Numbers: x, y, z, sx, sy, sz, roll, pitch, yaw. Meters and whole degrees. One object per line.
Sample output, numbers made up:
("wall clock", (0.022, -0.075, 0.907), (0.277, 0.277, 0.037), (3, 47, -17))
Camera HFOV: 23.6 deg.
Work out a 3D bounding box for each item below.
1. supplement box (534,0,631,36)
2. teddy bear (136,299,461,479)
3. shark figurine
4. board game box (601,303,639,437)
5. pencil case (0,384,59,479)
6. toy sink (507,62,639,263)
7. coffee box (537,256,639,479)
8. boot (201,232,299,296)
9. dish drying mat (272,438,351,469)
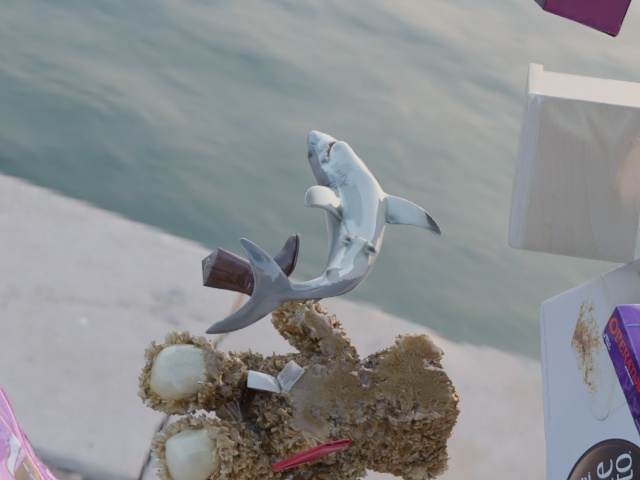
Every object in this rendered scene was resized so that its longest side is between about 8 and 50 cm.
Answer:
("supplement box", (0.126, -0.141, 0.753), (0.043, 0.055, 0.083), (16, 20, -15))
("teddy bear", (-0.026, 0.176, 1.544), (0.338, 0.113, 0.245), (-17, 66, -36))
("shark figurine", (0.007, 0.022, 1.495), (0.166, 0.116, 0.278), (31, 40, -1))
("board game box", (0.418, 0.138, 1.224), (0.346, 0.056, 0.208), (-1, 44, -14))
("pencil case", (-0.190, 0.247, 1.003), (0.167, 0.160, 0.386), (-44, 106, -30))
("toy sink", (0.263, -0.083, 1.535), (0.131, 0.153, 0.234), (8, 14, 6))
("coffee box", (0.454, 0.208, 1.540), (0.338, 0.334, 0.338), (21, 57, -32))
("boot", (-0.093, 0.024, 2.002), (0.114, 0.106, 0.037), (20, 3, -15))
("dish drying mat", (-0.008, 0.191, 1.363), (0.032, 0.083, 0.008), (-3, 73, -38))
